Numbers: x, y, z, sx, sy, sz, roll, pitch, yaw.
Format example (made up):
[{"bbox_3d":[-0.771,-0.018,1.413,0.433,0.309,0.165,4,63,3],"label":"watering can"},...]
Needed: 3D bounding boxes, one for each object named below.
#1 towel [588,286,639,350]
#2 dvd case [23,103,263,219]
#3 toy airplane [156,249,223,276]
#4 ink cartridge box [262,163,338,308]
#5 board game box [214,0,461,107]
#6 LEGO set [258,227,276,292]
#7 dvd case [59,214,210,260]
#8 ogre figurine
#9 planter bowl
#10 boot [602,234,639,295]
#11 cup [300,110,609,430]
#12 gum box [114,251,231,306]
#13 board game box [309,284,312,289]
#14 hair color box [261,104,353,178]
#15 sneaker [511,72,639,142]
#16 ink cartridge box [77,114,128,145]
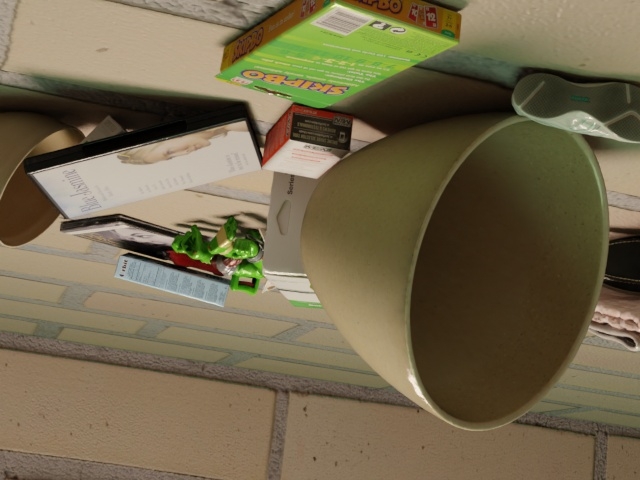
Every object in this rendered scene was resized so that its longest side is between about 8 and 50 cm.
[{"bbox_3d":[0.501,0.095,1.878,0.316,0.053,0.332,-3,-174,-13],"label":"towel"},{"bbox_3d":[-0.196,-0.087,1.579,0.253,0.022,0.180,-14,164,0],"label":"dvd case"},{"bbox_3d":[-0.201,0.037,2.265,0.151,0.028,0.151,6,169,1],"label":"toy airplane"},{"bbox_3d":[-0.007,-0.004,1.762,0.086,0.153,0.208,4,168,11],"label":"ink cartridge box"},{"bbox_3d":[0.007,-0.174,1.256,0.124,0.039,0.259,14,163,-25],"label":"board game box"},{"bbox_3d":[0.000,0.000,1.980,0.182,0.060,0.244,-21,169,-12],"label":"LEGO set"},{"bbox_3d":[-0.288,-0.002,2.242,0.221,0.018,0.164,18,163,-42],"label":"dvd case"},{"bbox_3d":[-0.133,0.024,2.095,0.197,0.097,0.118,-22,140,40],"label":"ogre figurine"},{"bbox_3d":[-0.369,-0.088,1.627,0.109,0.162,0.162,32,174,16],"label":"planter bowl"},{"bbox_3d":[0.457,0.011,1.758,0.236,0.085,0.178,4,163,16],"label":"boot"},{"bbox_3d":[0.116,0.010,1.472,0.237,0.331,0.331,17,177,42],"label":"cup"},{"bbox_3d":[-0.243,0.063,2.286,0.184,0.041,0.157,16,-179,-3],"label":"gum box"},{"bbox_3d":[0.065,-0.010,1.629,0.092,0.181,0.043,16,-169,-36],"label":"board game box"},{"bbox_3d":[-0.016,-0.109,1.545,0.072,0.043,0.141,10,168,-14],"label":"hair color box"},{"bbox_3d":[0.256,-0.127,1.316,0.152,0.054,0.061,13,177,-1],"label":"sneaker"},{"bbox_3d":[-0.271,-0.091,1.622,0.029,0.115,0.063,44,178,17],"label":"ink cartridge box"}]
